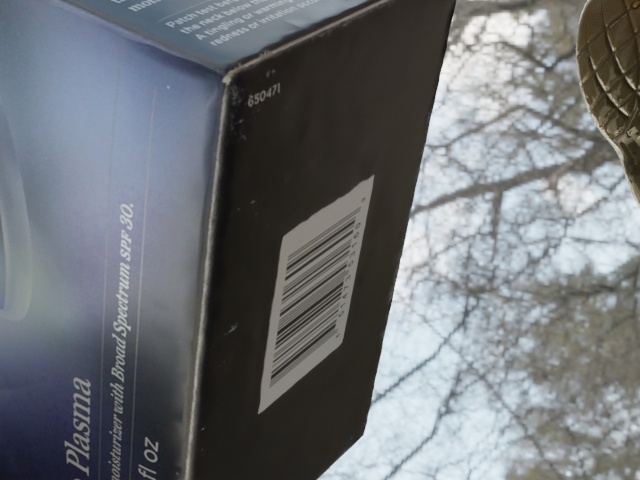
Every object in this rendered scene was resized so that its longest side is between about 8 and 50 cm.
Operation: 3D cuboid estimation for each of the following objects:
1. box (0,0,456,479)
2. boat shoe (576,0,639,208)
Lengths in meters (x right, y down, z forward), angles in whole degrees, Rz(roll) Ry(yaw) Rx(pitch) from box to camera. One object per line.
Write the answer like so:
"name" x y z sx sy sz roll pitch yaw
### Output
"box" -0.123 -0.026 0.571 0.183 0.294 0.296 -34 -38 -47
"boat shoe" 0.217 -0.095 0.759 0.178 0.064 0.060 62 -154 -26
